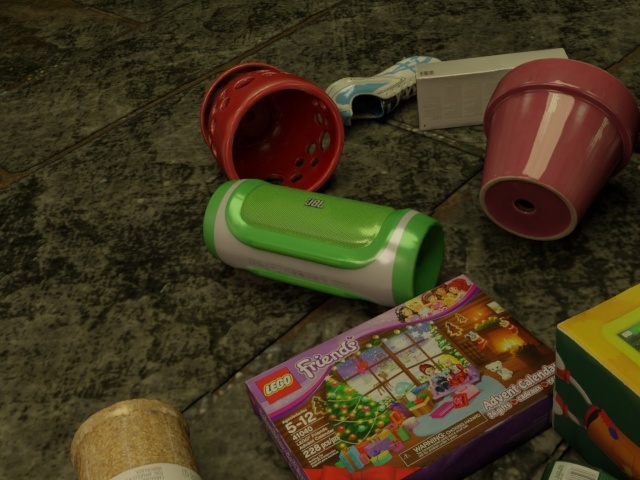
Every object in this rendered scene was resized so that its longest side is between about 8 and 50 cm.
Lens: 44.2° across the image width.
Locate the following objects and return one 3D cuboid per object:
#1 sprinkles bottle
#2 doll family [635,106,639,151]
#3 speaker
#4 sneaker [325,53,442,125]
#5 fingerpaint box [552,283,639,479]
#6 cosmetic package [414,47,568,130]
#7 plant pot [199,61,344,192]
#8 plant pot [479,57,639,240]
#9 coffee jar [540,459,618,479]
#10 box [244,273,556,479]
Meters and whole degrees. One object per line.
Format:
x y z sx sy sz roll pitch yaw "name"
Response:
-0.131 0.294 0.664 0.121 0.121 0.355 -19 39 -12 "sprinkles bottle"
0.413 -0.170 1.182 0.193 0.076 0.111 -8 42 10 "doll family"
0.000 0.000 1.007 0.296 0.131 0.131 12 43 26 "speaker"
0.118 -0.253 1.351 0.237 0.085 0.086 -22 66 -21 "sneaker"
0.500 0.144 0.686 0.445 0.163 0.371 -24 39 -17 "fingerpaint box"
0.276 -0.246 1.282 0.239 0.099 0.060 -5 36 6 "cosmetic package"
-0.084 -0.168 1.195 0.191 0.191 0.174 -23 32 -17 "plant pot"
0.300 -0.107 1.042 0.201 0.201 0.180 13 59 26 "plant pot"
0.190 0.277 0.638 0.079 0.096 0.184 13 44 31 "coffee jar"
0.094 0.164 0.833 0.293 0.057 0.201 -24 40 -18 "box"
